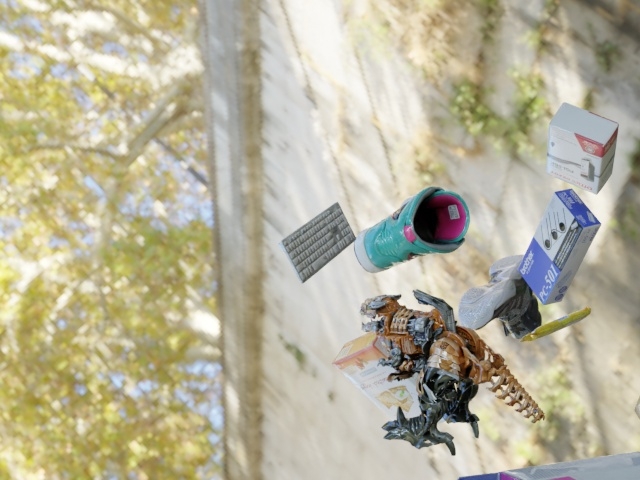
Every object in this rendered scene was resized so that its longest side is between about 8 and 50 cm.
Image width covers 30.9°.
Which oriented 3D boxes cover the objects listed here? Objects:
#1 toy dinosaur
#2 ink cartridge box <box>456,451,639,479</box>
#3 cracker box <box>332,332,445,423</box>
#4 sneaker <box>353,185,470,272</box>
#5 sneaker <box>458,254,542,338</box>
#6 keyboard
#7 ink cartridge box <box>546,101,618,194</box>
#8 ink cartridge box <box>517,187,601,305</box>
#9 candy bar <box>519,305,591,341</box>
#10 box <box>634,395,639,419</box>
[{"bbox_3d":[0.184,0.199,1.765,0.164,0.322,0.218,-5,-62,-29],"label":"toy dinosaur"},{"bbox_3d":[0.376,0.513,1.818,0.330,0.071,0.324,-5,-81,-18],"label":"ink cartridge box"},{"bbox_3d":[0.158,0.292,2.403,0.156,0.232,0.067,-33,18,52],"label":"cracker box"},{"bbox_3d":[0.206,-0.042,2.114,0.178,0.123,0.295,-22,8,41],"label":"sneaker"},{"bbox_3d":[0.375,0.145,2.347,0.268,0.101,0.153,-42,-65,-48],"label":"sneaker"},{"bbox_3d":[0.000,0.000,1.819,0.014,0.072,0.256,-31,3,25],"label":"keyboard"},{"bbox_3d":[0.423,-0.148,1.883,0.056,0.099,0.135,-53,-26,-24],"label":"ink cartridge box"},{"bbox_3d":[0.435,0.013,2.124,0.046,0.097,0.207,-11,-40,-26],"label":"ink cartridge box"},{"bbox_3d":[0.431,0.154,2.113,0.161,0.018,0.040,-19,-21,-30],"label":"candy bar"},{"bbox_3d":[0.571,0.239,1.806,0.231,0.056,0.183,-86,14,-75],"label":"box"}]
